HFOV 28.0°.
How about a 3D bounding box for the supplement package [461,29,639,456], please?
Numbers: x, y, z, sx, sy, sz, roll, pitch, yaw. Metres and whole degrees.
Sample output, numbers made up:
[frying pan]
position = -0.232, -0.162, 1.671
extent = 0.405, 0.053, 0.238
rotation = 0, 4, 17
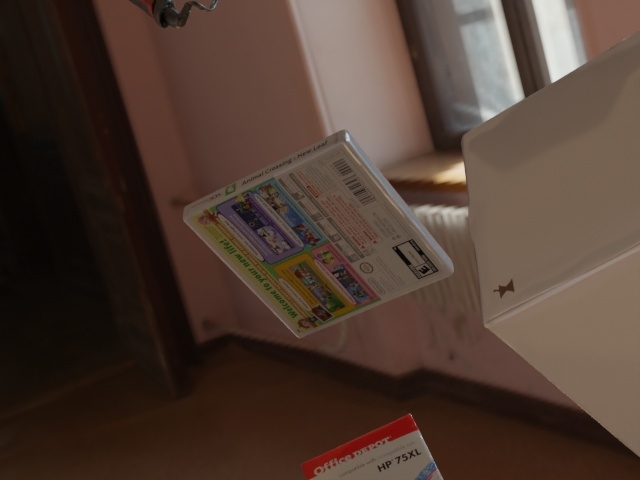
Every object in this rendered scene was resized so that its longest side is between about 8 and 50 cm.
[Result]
[supplement package]
position = 0.254, 0.027, 0.880
extent = 0.175, 0.293, 0.178
rotation = -30, 40, 28

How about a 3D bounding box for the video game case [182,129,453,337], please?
[video game case]
position = 0.000, 0.000, 1.298
extent = 0.193, 0.212, 0.023
rotation = -24, 39, 23

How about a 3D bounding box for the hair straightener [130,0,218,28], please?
[hair straightener]
position = -0.165, -0.269, 1.235
extent = 0.089, 0.047, 0.230
rotation = -42, 46, -11

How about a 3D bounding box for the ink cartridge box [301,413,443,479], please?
[ink cartridge box]
position = 0.068, 0.279, 1.352
extent = 0.134, 0.078, 0.231
rotation = -25, 47, -2
